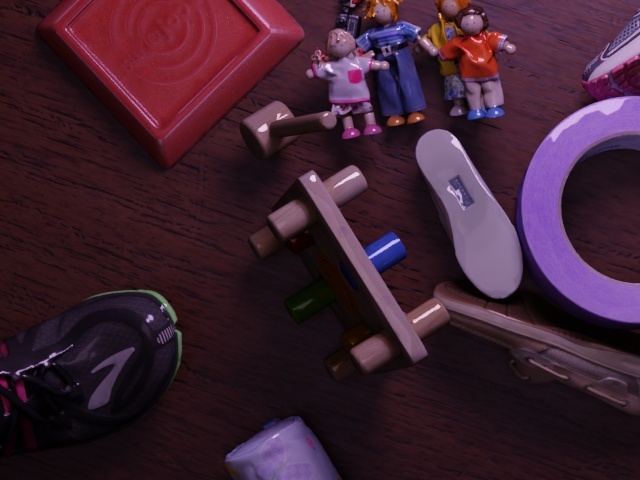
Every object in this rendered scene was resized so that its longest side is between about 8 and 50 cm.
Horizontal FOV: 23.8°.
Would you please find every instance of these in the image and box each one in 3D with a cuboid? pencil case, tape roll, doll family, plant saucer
[{"bbox_3d":[-0.013,0.358,1.914,0.124,0.113,0.273,-33,88,16],"label":"pencil case"},{"bbox_3d":[0.376,-0.032,1.834,0.274,0.090,0.275,0,81,1],"label":"tape roll"},{"bbox_3d":[0.118,-0.230,1.883,0.263,0.118,0.163,-7,104,18],"label":"doll family"},{"bbox_3d":[-0.198,-0.269,1.942,0.258,0.048,0.259,-43,88,7],"label":"plant saucer"}]

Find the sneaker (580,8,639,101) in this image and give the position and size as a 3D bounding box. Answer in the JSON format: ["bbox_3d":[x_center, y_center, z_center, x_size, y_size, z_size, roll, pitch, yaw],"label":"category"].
[{"bbox_3d":[0.435,-0.283,1.843,0.299,0.121,0.112,-43,58,8],"label":"sneaker"}]

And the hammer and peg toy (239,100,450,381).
[{"bbox_3d":[0.000,0.000,1.822,0.127,0.266,0.361,-31,89,-12],"label":"hammer and peg toy"}]

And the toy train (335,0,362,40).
[{"bbox_3d":[0.044,-0.320,1.920,0.036,0.027,0.158,8,94,3],"label":"toy train"}]

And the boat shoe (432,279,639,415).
[{"bbox_3d":[0.275,0.135,1.874,0.302,0.109,0.098,18,111,1],"label":"boat shoe"}]

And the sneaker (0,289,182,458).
[{"bbox_3d":[-0.395,0.204,1.907,0.482,0.202,0.185,-23,90,7],"label":"sneaker"}]

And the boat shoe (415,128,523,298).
[{"bbox_3d":[0.189,-0.032,1.881,0.079,0.081,0.227,-27,78,8],"label":"boat shoe"}]
